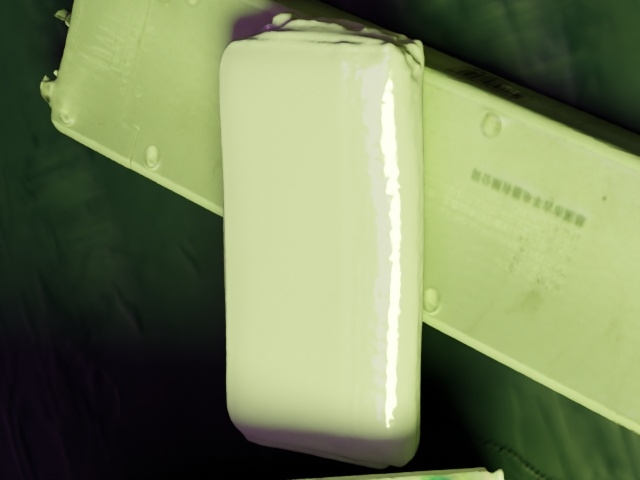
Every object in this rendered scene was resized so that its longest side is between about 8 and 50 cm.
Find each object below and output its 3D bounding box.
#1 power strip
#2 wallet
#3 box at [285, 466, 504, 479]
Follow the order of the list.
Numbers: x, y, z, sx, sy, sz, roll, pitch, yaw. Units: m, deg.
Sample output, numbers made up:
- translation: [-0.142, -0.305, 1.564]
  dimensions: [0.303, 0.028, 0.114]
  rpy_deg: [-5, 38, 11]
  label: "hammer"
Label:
- translation: [0.019, -0.038, 0.588]
  dimensions: [0.367, 0.043, 0.106]
  rpy_deg: [27, 113, 23]
  label: "power strip"
- translation: [0.000, 0.000, 0.563]
  dimensions: [0.095, 0.033, 0.190]
  rpy_deg: [5, 104, 29]
  label: "wallet"
- translation: [-0.051, 0.210, 0.547]
  dimensions: [0.274, 0.116, 0.203]
  rpy_deg: [-5, 71, 9]
  label: "box"
